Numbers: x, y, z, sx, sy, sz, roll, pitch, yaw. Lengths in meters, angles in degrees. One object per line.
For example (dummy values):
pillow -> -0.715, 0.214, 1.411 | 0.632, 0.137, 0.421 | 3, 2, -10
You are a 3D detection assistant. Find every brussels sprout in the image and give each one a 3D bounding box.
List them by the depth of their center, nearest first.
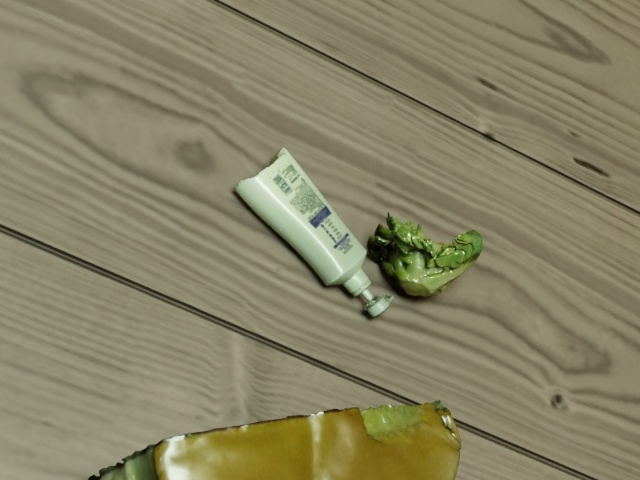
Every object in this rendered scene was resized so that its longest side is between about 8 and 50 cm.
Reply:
brussels sprout -> 0.073, 0.010, 1.195 | 0.085, 0.085, 0.058 | 29, 74, -17

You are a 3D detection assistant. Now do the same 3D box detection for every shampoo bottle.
shampoo bottle -> 0.000, 0.000, 1.177 | 0.141, 0.034, 0.049 | 50, 46, -3

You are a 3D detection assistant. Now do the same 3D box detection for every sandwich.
sandwich -> -0.011, 0.216, 0.997 | 0.227, 0.155, 0.198 | -5, 73, -33
